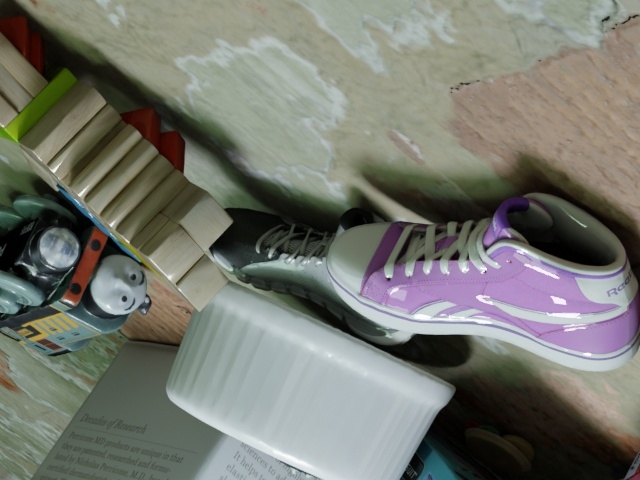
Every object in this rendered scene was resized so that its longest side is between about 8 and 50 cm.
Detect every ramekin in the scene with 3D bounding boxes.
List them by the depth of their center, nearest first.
[{"bbox_3d":[-0.018,0.146,1.775,0.277,0.135,0.277,25,177,2],"label":"ramekin"}]

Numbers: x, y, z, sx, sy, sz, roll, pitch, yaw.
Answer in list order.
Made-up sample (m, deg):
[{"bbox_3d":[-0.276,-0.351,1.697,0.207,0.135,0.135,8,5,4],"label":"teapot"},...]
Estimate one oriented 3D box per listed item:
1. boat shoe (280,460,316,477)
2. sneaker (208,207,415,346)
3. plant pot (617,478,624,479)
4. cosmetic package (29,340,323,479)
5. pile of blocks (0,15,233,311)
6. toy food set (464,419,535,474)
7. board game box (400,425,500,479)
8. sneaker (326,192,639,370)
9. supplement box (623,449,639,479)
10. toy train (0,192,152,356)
[{"bbox_3d":[-0.023,0.211,2.039,0.302,0.091,0.114,44,-161,-6],"label":"boat shoe"},{"bbox_3d":[0.000,0.000,1.664,0.229,0.086,0.132,25,146,12],"label":"sneaker"},{"bbox_3d":[0.338,0.330,1.629,0.237,0.109,0.237,30,158,13],"label":"plant pot"},{"bbox_3d":[-0.158,0.384,2.220,0.327,0.393,0.329,2,142,51],"label":"cosmetic package"},{"bbox_3d":[-0.210,-0.092,1.706,0.362,0.112,0.149,43,170,2],"label":"pile of blocks"},{"bbox_3d":[0.190,0.222,1.918,0.083,0.020,0.083,27,157,16],"label":"toy food set"},{"bbox_3d":[0.175,0.301,1.858,0.254,0.079,0.336,39,-179,-15],"label":"board game box"},{"bbox_3d":[0.127,0.005,1.476,0.282,0.102,0.161,11,147,22],"label":"sneaker"},{"bbox_3d":[0.333,0.136,1.412,0.073,0.130,0.239,33,157,2],"label":"supplement box"},{"bbox_3d":[-0.324,0.050,2.121,0.190,0.142,0.334,28,159,-21],"label":"toy train"}]
